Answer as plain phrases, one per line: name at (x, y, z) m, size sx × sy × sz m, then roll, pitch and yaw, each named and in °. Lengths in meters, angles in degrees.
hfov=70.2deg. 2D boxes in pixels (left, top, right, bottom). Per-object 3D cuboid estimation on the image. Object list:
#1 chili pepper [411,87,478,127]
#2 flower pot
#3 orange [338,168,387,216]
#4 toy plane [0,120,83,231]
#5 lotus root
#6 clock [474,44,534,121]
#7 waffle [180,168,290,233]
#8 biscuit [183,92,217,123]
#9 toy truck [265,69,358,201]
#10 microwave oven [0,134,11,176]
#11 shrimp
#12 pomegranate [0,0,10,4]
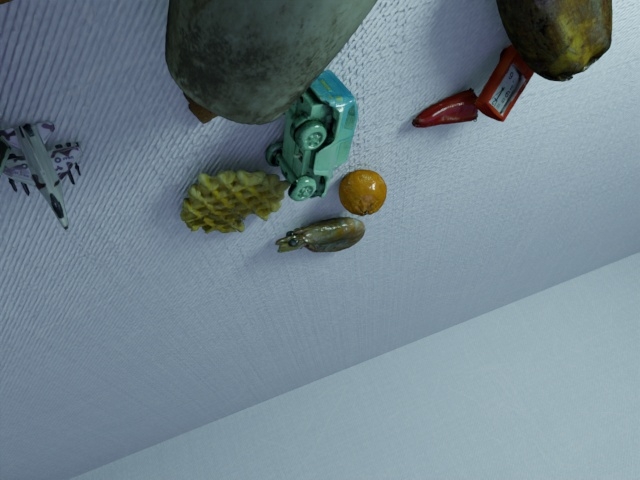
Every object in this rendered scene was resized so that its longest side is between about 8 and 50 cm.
chili pepper at (0.312, -0.322, 1.164) m, size 0.168 × 0.065 × 0.088 m, roll -17°, pitch 128°, yaw -4°
flower pot at (-0.078, -0.366, 0.675) m, size 0.293 × 0.294 × 0.330 m, roll 4°, pitch 145°, yaw -35°
orange at (0.119, -0.129, 1.255) m, size 0.135 × 0.118 × 0.136 m, roll -22°, pitch 151°, yaw -13°
toy plane at (-0.534, -0.128, 0.882) m, size 0.159 × 0.082 × 0.234 m, roll -19°, pitch 135°, yaw -23°
lotus root at (0.483, -0.478, 0.932) m, size 0.196 × 0.179 × 0.397 m, roll -50°, pitch 134°, yaw 10°
clock at (0.446, -0.381, 1.113) m, size 0.113 × 0.061 × 0.155 m, roll 19°, pitch 104°, yaw -45°
waffle at (-0.210, -0.097, 1.132) m, size 0.261 × 0.056 × 0.250 m, roll 2°, pitch 147°, yaw -32°
biscuit at (-0.224, -0.290, 0.906) m, size 0.119 × 0.019 × 0.130 m, roll -1°, pitch 139°, yaw -32°
toy truck at (-0.021, -0.224, 1.008) m, size 0.156 × 0.155 × 0.279 m, roll -19°, pitch 147°, yaw -23°
microwave oven at (-0.644, -0.165, 0.631) m, size 0.237 × 0.181 × 0.295 m, roll -18°, pitch 137°, yaw -2°
shrimp at (0.000, 0.000, 1.399) m, size 0.317 × 0.077 × 0.168 m, roll -9°, pitch 146°, yaw -27°
pomegranate at (-0.412, -0.400, 0.416) m, size 0.338 × 0.338 × 0.338 m, roll -16°, pitch 146°, yaw -12°
